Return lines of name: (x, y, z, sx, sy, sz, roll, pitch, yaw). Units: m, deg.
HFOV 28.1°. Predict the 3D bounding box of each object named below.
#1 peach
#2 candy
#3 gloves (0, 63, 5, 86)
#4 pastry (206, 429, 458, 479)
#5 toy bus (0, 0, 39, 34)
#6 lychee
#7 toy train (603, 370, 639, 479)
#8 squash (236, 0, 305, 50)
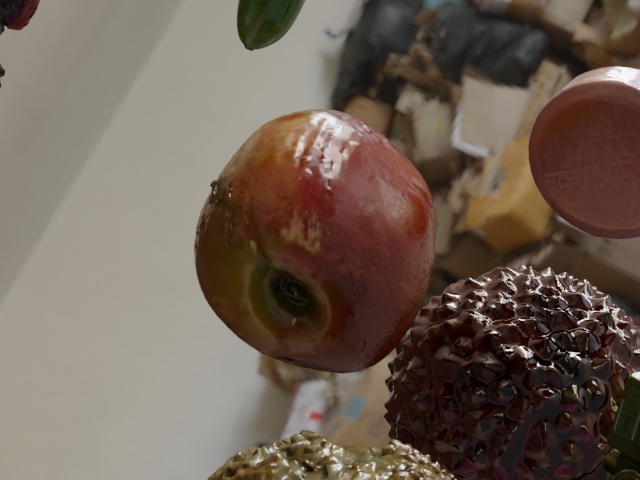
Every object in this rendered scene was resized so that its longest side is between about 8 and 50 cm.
peach: (0.001, -0.002, 1.671, 0.290, 0.372, 0.373, -37, 13, 30)
candy: (0.424, -0.121, 1.803, 0.094, 0.255, 0.255, -40, -20, -51)
gloves: (-0.422, -0.116, 1.021, 0.356, 0.155, 0.203, -8, -13, -46)
pastry: (0.008, 0.284, 1.352, 0.255, 0.310, 0.162, 37, -125, -73)
toy bus: (-0.289, -0.223, 0.967, 0.089, 0.195, 0.081, -46, -25, -64)
lychee: (0.298, 0.241, 2.001, 0.500, 0.424, 0.425, 4, 62, 53)
toy train: (0.361, 0.219, 1.174, 0.225, 0.090, 0.137, 28, 108, 48)
squash: (-0.044, -0.470, 1.910, 0.107, 0.107, 0.395, 108, 176, -79)
